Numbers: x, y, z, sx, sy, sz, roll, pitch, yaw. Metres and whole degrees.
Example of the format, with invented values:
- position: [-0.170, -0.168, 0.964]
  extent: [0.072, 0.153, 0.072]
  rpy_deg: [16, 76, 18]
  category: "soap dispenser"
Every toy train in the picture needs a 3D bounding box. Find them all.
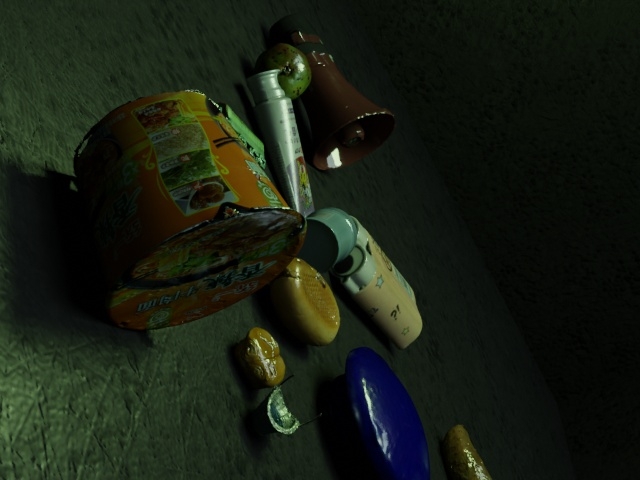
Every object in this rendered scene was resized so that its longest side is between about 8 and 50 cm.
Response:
- position: [-0.133, -0.164, 1.599]
  extent: [0.148, 0.038, 0.070]
  rpy_deg: [45, 27, -55]
  category: "toy train"

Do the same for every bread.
- position: [-0.080, 0.158, 1.294]
  extent: [0.081, 0.046, 0.083]
  rpy_deg: [36, 34, -57]
  category: "bread"
- position: [-0.030, 0.095, 1.500]
  extent: [0.189, 0.078, 0.114]
  rpy_deg: [50, 43, -48]
  category: "bread"

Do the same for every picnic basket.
- position: [-0.049, 0.215, 1.247]
  extent: [0.065, 0.083, 0.083]
  rpy_deg: [61, 13, 0]
  category: "picnic basket"

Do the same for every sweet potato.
- position: [0.340, 0.552, 2.031]
  extent: [0.114, 0.092, 0.341]
  rpy_deg: [75, -5, -80]
  category: "sweet potato"

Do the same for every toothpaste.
- position: [-0.063, -0.161, 1.789]
  extent: [0.114, 0.073, 0.299]
  rpy_deg: [-32, 106, -74]
  category: "toothpaste"

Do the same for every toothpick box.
- position: [0.000, 0.000, 1.686]
  extent: [0.101, 0.101, 0.153]
  rpy_deg: [66, 17, -2]
  category: "toothpick box"

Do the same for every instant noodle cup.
- position: [-0.152, -0.037, 1.049]
  extent: [0.182, 0.230, 0.230]
  rpy_deg: [63, 13, 22]
  category: "instant noodle cup"

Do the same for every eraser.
- position: [0.108, 0.082, 1.959]
  extent: [0.290, 0.087, 0.171]
  rpy_deg: [49, 20, -48]
  category: "eraser"

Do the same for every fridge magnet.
- position: [0.098, 0.298, 1.555]
  extent: [0.265, 0.113, 0.265]
  rpy_deg: [58, 17, -30]
  category: "fridge magnet"

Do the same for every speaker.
- position: [0.028, -0.323, 2.121]
  extent: [0.259, 0.198, 0.329]
  rpy_deg: [16, 42, -54]
  category: "speaker"

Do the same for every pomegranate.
- position: [-0.078, -0.323, 1.899]
  extent: [0.114, 0.115, 0.142]
  rpy_deg: [64, -13, -9]
  category: "pomegranate"
